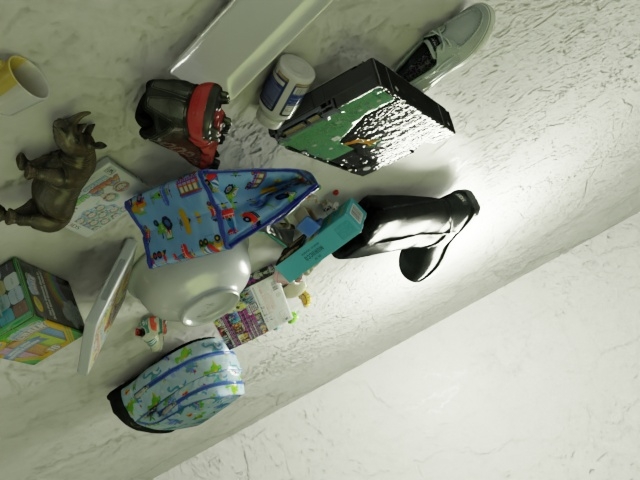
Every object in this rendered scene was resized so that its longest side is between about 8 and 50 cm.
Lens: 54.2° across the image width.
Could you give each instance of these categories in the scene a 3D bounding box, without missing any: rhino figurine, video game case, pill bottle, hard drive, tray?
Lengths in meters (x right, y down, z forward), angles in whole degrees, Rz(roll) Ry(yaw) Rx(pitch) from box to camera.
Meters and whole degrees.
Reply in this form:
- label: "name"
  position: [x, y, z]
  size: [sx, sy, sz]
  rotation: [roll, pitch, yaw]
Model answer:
- label: "rhino figurine"
  position: [-0.398, -0.103, 0.946]
  size: [0.106, 0.073, 0.243]
  rotation: [6, 132, -46]
- label: "video game case"
  position: [-0.430, 0.136, 1.266]
  size: [0.026, 0.206, 0.227]
  rotation: [22, 139, -9]
- label: "pill bottle"
  position: [-0.063, -0.246, 1.049]
  size: [0.067, 0.067, 0.120]
  rotation: [-10, 150, -39]
- label: "hard drive"
  position: [0.088, -0.222, 1.205]
  size: [0.237, 0.064, 0.339]
  rotation: [-23, 163, 30]
- label: "video game case"
  position: [-0.196, 0.189, 1.734]
  size: [0.210, 0.042, 0.232]
  rotation: [-26, 140, -9]
- label: "tray"
  position: [-0.092, -0.320, 0.913]
  size: [0.270, 0.030, 0.145]
  rotation: [-39, 154, 20]
- label: "video game case"
  position: [-0.388, -0.071, 1.087]
  size: [0.157, 0.019, 0.143]
  rotation: [-33, 157, 6]

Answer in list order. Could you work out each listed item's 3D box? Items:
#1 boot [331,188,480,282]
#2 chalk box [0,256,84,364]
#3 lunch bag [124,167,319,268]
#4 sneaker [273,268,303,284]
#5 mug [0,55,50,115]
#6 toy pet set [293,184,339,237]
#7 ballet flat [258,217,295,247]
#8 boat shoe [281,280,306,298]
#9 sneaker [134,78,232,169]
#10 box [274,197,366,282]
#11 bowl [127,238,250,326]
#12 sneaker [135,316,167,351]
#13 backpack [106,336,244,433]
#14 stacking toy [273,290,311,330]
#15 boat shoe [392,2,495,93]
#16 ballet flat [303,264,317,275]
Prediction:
- label: "boot"
  position: [0.209, 0.010, 1.774]
  size: [0.445, 0.146, 0.367]
  rotation: [-12, 141, -44]
- label: "chalk box"
  position: [-0.562, 0.130, 1.151]
  size: [0.132, 0.132, 0.213]
  rotation: [-31, 156, 3]
- label: "lunch bag"
  position: [-0.161, -0.071, 1.145]
  size: [0.221, 0.138, 0.293]
  rotation: [-13, -171, 40]
- label: "sneaker"
  position: [-0.074, 0.092, 1.674]
  size: [0.070, 0.050, 0.134]
  rotation: [6, -173, 14]
- label: "mug"
  position: [-0.395, -0.197, 0.794]
  size: [0.064, 0.078, 0.062]
  rotation: [-28, -169, 18]
- label: "toy pet set"
  position: [-0.010, -0.067, 1.470]
  size: [0.114, 0.065, 0.122]
  rotation: [-44, 153, 25]
- label: "ballet flat"
  position: [-0.118, -0.043, 1.410]
  size: [0.074, 0.074, 0.203]
  rotation: [-37, 150, 15]
- label: "boat shoe"
  position: [-0.108, 0.151, 1.833]
  size: [0.137, 0.043, 0.049]
  rotation: [-25, 116, -16]
- label: "sneaker"
  position: [-0.212, -0.180, 0.973]
  size: [0.135, 0.097, 0.276]
  rotation: [13, 172, -5]
- label: "box"
  position: [0.000, 0.000, 1.548]
  size: [0.244, 0.060, 0.100]
  rotation: [-36, -165, 27]
- label: "bowl"
  position: [-0.276, 0.103, 1.427]
  size: [0.298, 0.134, 0.298]
  rotation: [-25, 155, -12]
- label: "sneaker"
  position: [-0.444, 0.241, 1.626]
  size: [0.075, 0.057, 0.161]
  rotation: [1, 147, -22]
- label: "backpack"
  position: [-0.394, 0.430, 1.853]
  size: [0.355, 0.273, 0.290]
  rotation: [-47, 147, 9]
- label: "stacking toy"
  position: [-0.131, 0.246, 1.986]
  size: [0.167, 0.052, 0.221]
  rotation: [-17, 154, -27]
- label: "boat shoe"
  position: [0.219, -0.348, 1.154]
  size: [0.227, 0.079, 0.081]
  rotation: [-40, 159, 30]
- label: "ballet flat"
  position: [-0.031, 0.050, 1.706]
  size: [0.052, 0.057, 0.168]
  rotation: [-5, 148, -26]
